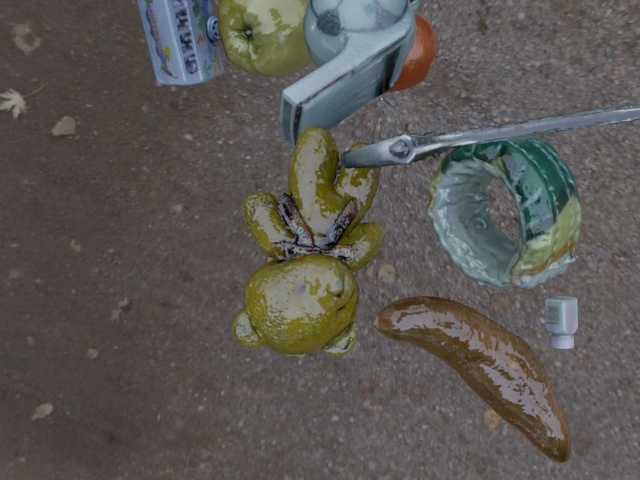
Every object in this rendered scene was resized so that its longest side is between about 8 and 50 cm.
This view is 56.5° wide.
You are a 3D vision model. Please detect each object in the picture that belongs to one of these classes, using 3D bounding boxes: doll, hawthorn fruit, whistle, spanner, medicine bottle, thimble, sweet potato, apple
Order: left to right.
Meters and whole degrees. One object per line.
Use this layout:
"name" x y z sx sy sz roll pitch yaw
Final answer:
"apple" -0.081 -0.372 1.016 0.200 0.200 0.200 1 103 6
"doll" 0.000 0.000 0.526 0.137 0.097 0.209 14 82 -24
"whistle" 0.027 -0.260 0.782 0.290 0.163 0.163 -38 98 -20
"hawthorn fruit" 0.199 -0.469 1.478 0.299 0.211 0.211 1 105 -18
"sweet potato" 0.225 0.165 0.793 0.341 0.092 0.114 39 64 -13
"thimble" 0.338 -0.050 1.093 0.254 0.167 0.288 -42 70 50
"spanner" 0.177 -0.096 0.512 0.325 0.093 0.026 -9 97 1
"medicine bottle" 0.580 0.197 1.431 0.055 0.074 0.118 -1 94 46

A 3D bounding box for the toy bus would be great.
"toy bus" -0.270 -0.457 1.098 0.109 0.136 0.329 11 124 28
